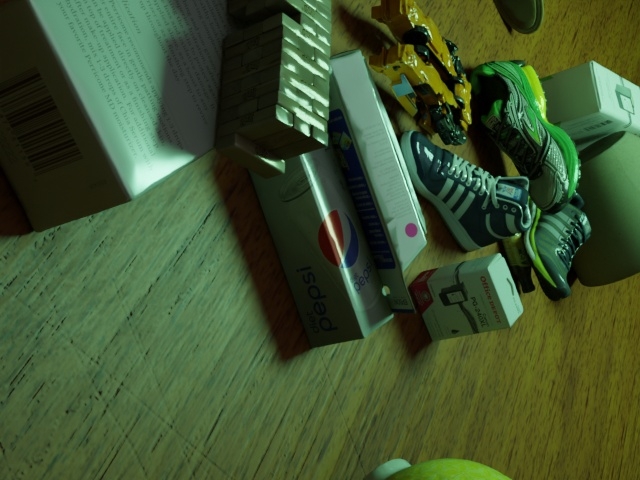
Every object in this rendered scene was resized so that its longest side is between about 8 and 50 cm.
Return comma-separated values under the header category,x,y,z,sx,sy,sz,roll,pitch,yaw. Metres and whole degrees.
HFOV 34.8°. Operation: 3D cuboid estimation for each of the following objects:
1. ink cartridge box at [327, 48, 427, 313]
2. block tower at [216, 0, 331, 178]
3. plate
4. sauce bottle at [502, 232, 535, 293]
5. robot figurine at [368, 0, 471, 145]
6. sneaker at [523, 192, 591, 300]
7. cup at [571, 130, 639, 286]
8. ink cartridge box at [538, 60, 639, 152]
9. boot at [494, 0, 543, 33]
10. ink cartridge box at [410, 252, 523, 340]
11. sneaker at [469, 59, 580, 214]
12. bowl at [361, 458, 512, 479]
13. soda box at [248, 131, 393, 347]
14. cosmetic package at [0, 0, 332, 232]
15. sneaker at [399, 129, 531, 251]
category,x,y,z,sx,sy,sz,roll,pitch,yaw
ink cartridge box,0.057,-0.077,1.473,0.069,0.176,0.370,-20,96,-23
block tower,-0.048,-0.246,1.187,0.091,0.097,0.335,27,58,-46
plate,0.096,-0.151,1.587,0.277,0.045,0.278,-65,135,-79
sauce bottle,0.388,0.039,1.994,0.042,0.042,0.128,-31,103,-53
robot figurine,0.183,-0.289,1.781,0.291,0.085,0.211,41,47,-50
sneaker,0.465,-0.004,1.990,0.111,0.121,0.300,58,25,-34
cup,0.636,-0.091,2.165,0.237,0.331,0.331,57,38,-6
ink cartridge box,0.559,-0.278,2.207,0.273,0.198,0.114,8,70,-53
boot,0.443,-0.610,2.274,0.283,0.109,0.220,61,33,-7
ink cartridge box,0.240,0.095,1.678,0.063,0.150,0.109,-37,108,-53
sneaker,0.386,-0.199,2.000,0.146,0.134,0.343,-6,63,-36
bowl,0.124,0.390,1.381,0.289,0.289,0.156,16,22,-50
soda box,0.000,0.000,1.435,0.091,0.098,0.286,-28,101,-54
cosmetic package,-0.190,-0.214,1.200,0.453,0.162,0.230,-41,111,-51
sneaker,0.263,-0.101,1.779,0.282,0.153,0.099,50,42,-31
